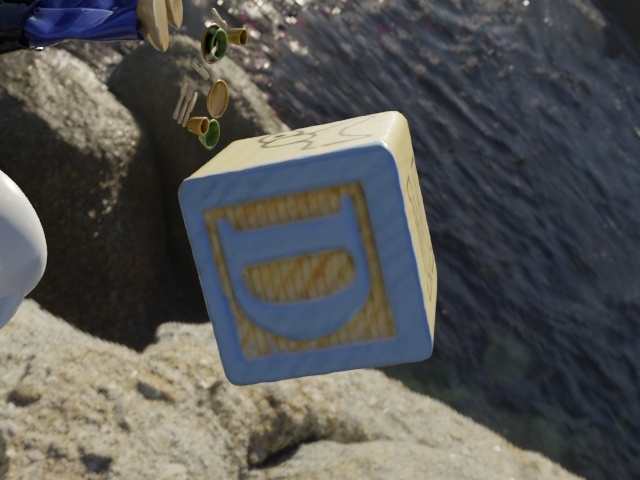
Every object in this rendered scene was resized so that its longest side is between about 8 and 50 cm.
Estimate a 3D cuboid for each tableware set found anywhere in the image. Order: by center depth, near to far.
[{"bbox_3d":[-0.124,-0.192,1.162,0.104,0.024,0.154,44,61,-65],"label":"tableware set"}]

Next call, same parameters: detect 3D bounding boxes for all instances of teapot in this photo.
[{"bbox_3d":[-0.540,0.009,1.388,0.256,0.252,0.187,14,34,30],"label":"teapot"}]

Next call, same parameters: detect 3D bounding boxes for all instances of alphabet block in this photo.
[{"bbox_3d":[0.000,0.000,0.891,0.197,0.192,0.193,-62,142,-72],"label":"alphabet block"}]

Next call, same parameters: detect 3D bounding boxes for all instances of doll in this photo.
[{"bbox_3d":[-0.185,-0.143,0.608,0.189,0.046,0.129,-1,35,7],"label":"doll"}]
